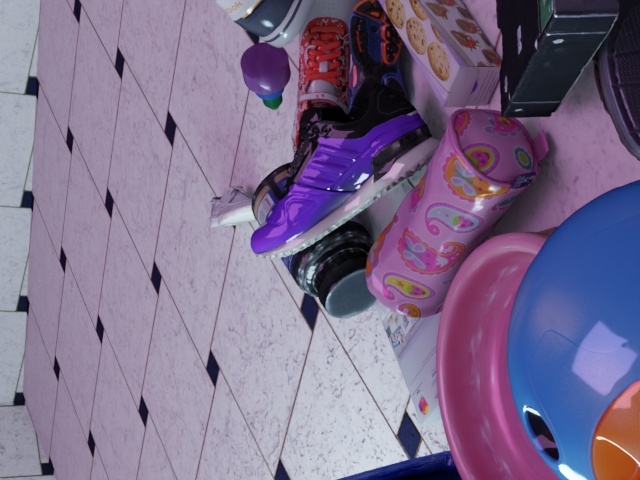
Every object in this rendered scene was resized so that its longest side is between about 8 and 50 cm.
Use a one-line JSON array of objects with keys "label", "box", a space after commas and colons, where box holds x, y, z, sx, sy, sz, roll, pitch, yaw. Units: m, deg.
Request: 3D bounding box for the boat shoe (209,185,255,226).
[{"label": "boat shoe", "box": [-0.143, -0.060, 2.253, 0.184, 0.066, 0.063, 165, 98, -74]}]

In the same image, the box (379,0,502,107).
[{"label": "box", "box": [0.120, -0.288, 1.635, 0.324, 0.063, 0.067, 65, 147, 36]}]

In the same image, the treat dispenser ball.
[{"label": "treat dispenser ball", "box": [0.293, 0.089, 1.075, 0.288, 0.288, 0.288, 175, 90, -65]}]

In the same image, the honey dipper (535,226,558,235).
[{"label": "honey dipper", "box": [0.275, -0.008, 1.404, 0.161, 0.030, 0.030, -21, 76, 60]}]

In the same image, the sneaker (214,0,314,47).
[{"label": "sneaker", "box": [-0.038, -0.419, 1.741, 0.126, 0.127, 0.321, 0, 67, 61]}]

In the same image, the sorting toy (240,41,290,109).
[{"label": "sorting toy", "box": [-0.069, -0.337, 1.939, 0.126, 0.127, 0.365, 80, -172, -58]}]

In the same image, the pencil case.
[{"label": "pencil case", "box": [0.150, -0.029, 1.542, 0.284, 0.124, 0.124, -60, 42, 47]}]

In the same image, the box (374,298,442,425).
[{"label": "box", "box": [0.136, 0.118, 1.709, 0.145, 0.038, 0.186, 118, 140, -49]}]

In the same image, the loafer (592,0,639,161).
[{"label": "loafer", "box": [0.298, -0.210, 1.255, 0.095, 0.109, 0.302, 107, 159, -76]}]

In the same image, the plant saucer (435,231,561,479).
[{"label": "plant saucer", "box": [0.242, 0.154, 1.424, 0.332, 0.084, 0.332, 14, 106, 60]}]

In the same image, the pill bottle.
[{"label": "pill bottle", "box": [0.000, 0.000, 1.870, 0.219, 0.123, 0.123, 57, 143, 38]}]

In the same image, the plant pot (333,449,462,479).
[{"label": "plant pot", "box": [0.124, 0.398, 1.574, 0.236, 0.236, 0.212, 23, 121, 62]}]

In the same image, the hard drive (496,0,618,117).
[{"label": "hard drive", "box": [0.214, -0.268, 1.269, 0.339, 0.064, 0.237, 84, -176, -80]}]

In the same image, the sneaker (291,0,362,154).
[{"label": "sneaker", "box": [0.011, -0.219, 1.796, 0.145, 0.090, 0.270, -86, 1, -58]}]

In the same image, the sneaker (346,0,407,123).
[{"label": "sneaker", "box": [0.073, -0.213, 1.752, 0.087, 0.083, 0.221, -92, 4, -66]}]

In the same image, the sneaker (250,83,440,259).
[{"label": "sneaker", "box": [0.008, -0.095, 1.717, 0.293, 0.102, 0.146, -34, 90, 25]}]
